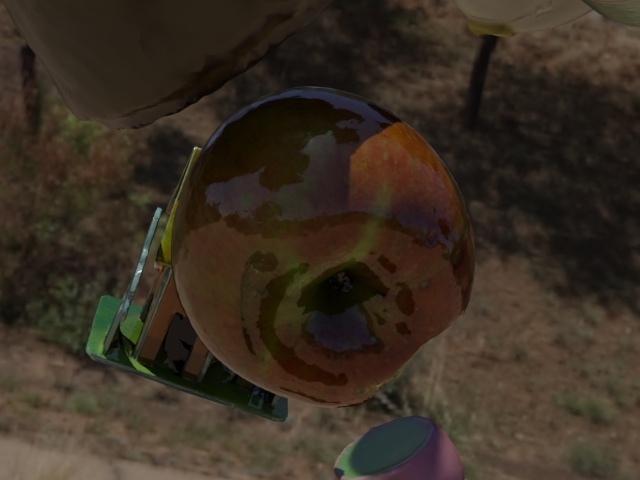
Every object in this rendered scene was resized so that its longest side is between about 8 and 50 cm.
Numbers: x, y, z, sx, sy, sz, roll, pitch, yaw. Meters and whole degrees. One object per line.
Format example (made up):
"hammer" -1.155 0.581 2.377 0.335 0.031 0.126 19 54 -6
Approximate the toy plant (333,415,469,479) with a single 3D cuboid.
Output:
"toy plant" 0.173 0.437 1.838 0.211 0.356 0.317 -29 11 22

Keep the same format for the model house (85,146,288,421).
"model house" -0.131 0.067 1.680 0.300 0.323 0.340 20 18 -10

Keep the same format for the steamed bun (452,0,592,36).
"steamed bun" 0.368 -0.513 2.042 0.334 0.333 0.374 10 -25 -36

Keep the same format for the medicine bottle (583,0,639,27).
"medicine bottle" 0.376 -0.423 1.555 0.236 0.235 0.406 13 4 27

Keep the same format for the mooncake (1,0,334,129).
"mooncake" -0.142 -0.307 1.321 0.394 0.246 0.393 -27 27 14

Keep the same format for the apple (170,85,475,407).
"apple" 0.000 0.000 1.351 0.340 0.339 0.339 12 2 0
